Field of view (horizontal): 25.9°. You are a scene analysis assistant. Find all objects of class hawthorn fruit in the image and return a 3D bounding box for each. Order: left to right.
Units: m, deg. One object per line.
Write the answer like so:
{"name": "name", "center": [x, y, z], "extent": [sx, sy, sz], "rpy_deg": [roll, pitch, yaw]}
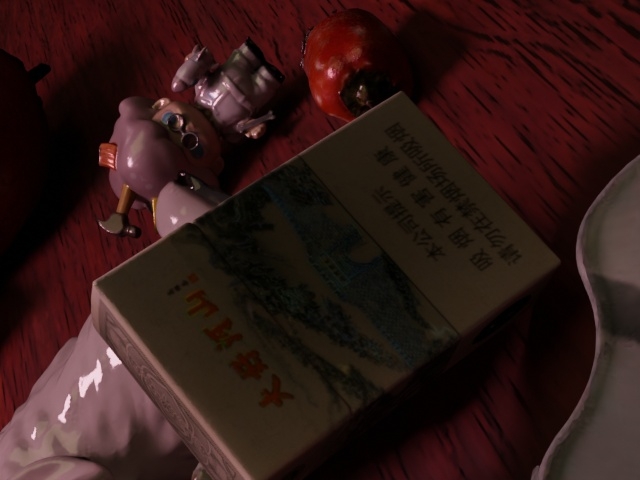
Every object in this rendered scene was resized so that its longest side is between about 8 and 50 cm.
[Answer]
{"name": "hawthorn fruit", "center": [-0.435, -0.117, 1.650], "extent": [0.285, 0.284, 0.369], "rpy_deg": [-19, 20, 42]}

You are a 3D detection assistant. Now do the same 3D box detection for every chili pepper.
{"name": "chili pepper", "center": [0.036, -0.143, 1.214], "extent": [0.086, 0.084, 0.192], "rpy_deg": [-59, 23, 18]}

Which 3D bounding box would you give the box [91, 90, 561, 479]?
{"name": "box", "center": [0.005, 0.034, 0.892], "extent": [0.256, 0.164, 0.069], "rpy_deg": [-34, -19, -24]}

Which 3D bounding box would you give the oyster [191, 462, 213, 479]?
{"name": "oyster", "center": [-0.081, 0.294, 0.847], "extent": [0.162, 0.158, 0.350], "rpy_deg": [9, 71, 16]}

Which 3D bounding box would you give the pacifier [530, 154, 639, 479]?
{"name": "pacifier", "center": [0.230, 0.028, 0.611], "extent": [0.288, 0.269, 0.343], "rpy_deg": [-2, 54, 21]}

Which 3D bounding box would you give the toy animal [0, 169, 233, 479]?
{"name": "toy animal", "center": [-0.132, 0.142, 0.995], "extent": [0.357, 0.194, 0.258], "rpy_deg": [-48, 34, -8]}

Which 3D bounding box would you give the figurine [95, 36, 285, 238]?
{"name": "figurine", "center": [-0.134, -0.101, 1.361], "extent": [0.229, 0.137, 0.112], "rpy_deg": [-43, -1, 4]}
